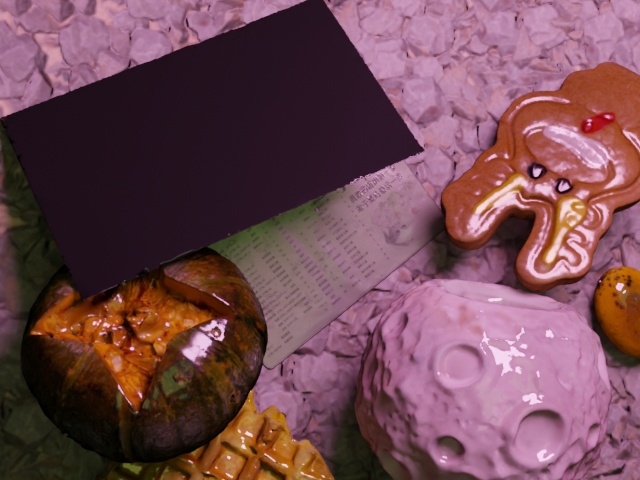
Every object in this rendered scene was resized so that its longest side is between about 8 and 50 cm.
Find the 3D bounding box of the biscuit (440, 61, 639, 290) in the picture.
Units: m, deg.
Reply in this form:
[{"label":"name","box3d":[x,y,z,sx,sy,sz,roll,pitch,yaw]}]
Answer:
[{"label":"biscuit","box3d":[0.265,-0.084,1.183,0.186,0.044,0.295,31,68,13]}]

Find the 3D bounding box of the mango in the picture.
[{"label":"mango","box3d":[0.355,0.083,1.241,0.079,0.057,0.114,-33,105,-14]}]

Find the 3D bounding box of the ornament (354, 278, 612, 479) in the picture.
[{"label":"ornament","box3d":[0.162,0.162,1.096,0.259,0.259,0.225,9,97,-12]}]

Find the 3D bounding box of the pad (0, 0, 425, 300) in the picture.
[{"label":"pad","box3d":[-0.113,-0.107,1.097,0.367,0.007,0.248,-24,59,-12]}]

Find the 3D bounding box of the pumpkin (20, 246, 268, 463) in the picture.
[{"label":"pumpkin","box3d":[-0.170,0.106,1.062,0.238,0.159,0.238,-4,59,7]}]

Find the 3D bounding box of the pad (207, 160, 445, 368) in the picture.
[{"label":"pad","box3d":[0.000,0.000,1.189,0.265,0.009,0.159,-39,98,-9]}]

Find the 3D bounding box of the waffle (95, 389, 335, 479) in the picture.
[{"label":"waffle","box3d":[-0.129,0.305,1.100,0.311,0.060,0.307,-28,77,-11]}]
